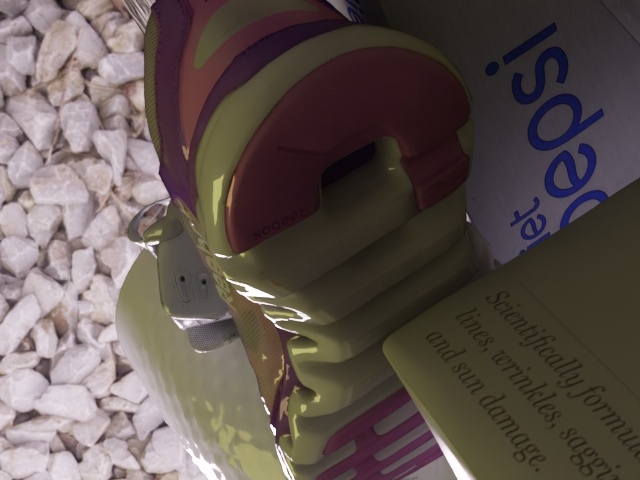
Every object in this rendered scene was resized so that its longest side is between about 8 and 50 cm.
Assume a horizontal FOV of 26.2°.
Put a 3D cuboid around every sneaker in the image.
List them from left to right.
[{"bbox_3d":[-0.006,0.059,1.178,0.365,0.210,0.137,54,174,20],"label":"sneaker"},{"bbox_3d":[0.000,0.000,0.452,0.104,0.095,0.236,49,164,36],"label":"sneaker"}]

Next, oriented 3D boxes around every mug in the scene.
[{"bbox_3d":[0.021,0.150,1.394,0.374,0.276,0.328,16,-154,-47],"label":"mug"}]

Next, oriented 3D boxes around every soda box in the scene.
[{"bbox_3d":[0.040,-0.105,0.435,0.091,0.098,0.286,47,169,45],"label":"soda box"}]

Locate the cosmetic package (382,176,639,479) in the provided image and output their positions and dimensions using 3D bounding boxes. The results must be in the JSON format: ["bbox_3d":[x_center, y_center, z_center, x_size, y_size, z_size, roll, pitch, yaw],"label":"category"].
[{"bbox_3d":[0.188,0.171,0.441,0.385,0.156,0.217,59,176,-33],"label":"cosmetic package"}]
